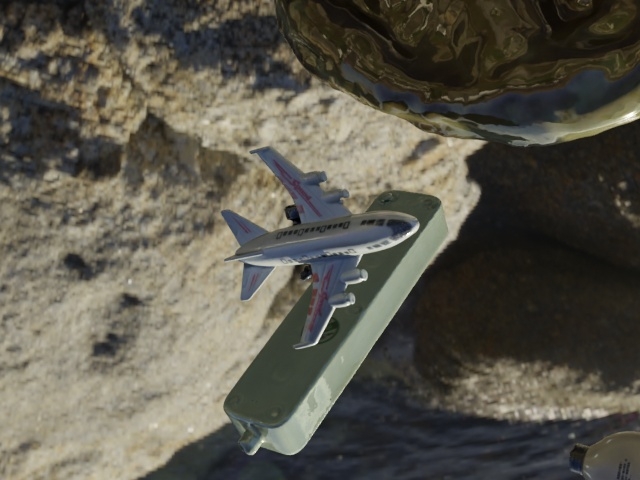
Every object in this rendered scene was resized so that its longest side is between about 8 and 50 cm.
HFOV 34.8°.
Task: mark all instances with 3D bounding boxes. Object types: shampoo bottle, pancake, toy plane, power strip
[{"bbox_3d":[0.471,0.338,1.424,0.257,0.078,0.127,13,107,31],"label":"shampoo bottle"},{"bbox_3d":[0.093,-0.185,0.532,0.294,0.294,0.049,-32,148,23],"label":"pancake"},{"bbox_3d":[0.000,0.000,0.799,0.171,0.065,0.162,-10,95,23],"label":"toy plane"},{"bbox_3d":[0.021,0.088,1.140,0.091,0.385,0.062,10,139,36],"label":"power strip"}]
